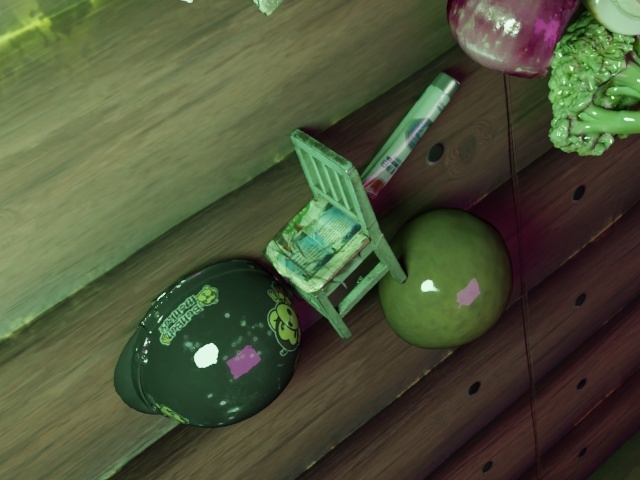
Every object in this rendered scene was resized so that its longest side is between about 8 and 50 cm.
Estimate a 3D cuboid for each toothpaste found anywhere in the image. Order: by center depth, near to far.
[{"bbox_3d":[0.125,-0.150,1.296,0.239,0.039,0.062,-53,146,5],"label":"toothpaste"}]

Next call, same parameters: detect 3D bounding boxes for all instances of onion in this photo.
[{"bbox_3d":[0.264,-0.325,1.184,0.200,0.200,0.207,40,66,-49],"label":"onion"}]

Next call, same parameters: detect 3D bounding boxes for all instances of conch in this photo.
[{"bbox_3d":[0.421,-0.385,1.249,0.127,0.255,0.158,-7,110,-18],"label":"conch"}]

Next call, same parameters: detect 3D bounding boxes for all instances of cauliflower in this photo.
[{"bbox_3d":[0.516,-0.256,1.401,0.327,0.281,0.260,-46,168,7],"label":"cauliflower"}]

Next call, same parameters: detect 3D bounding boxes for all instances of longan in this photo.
[{"bbox_3d":[0.201,0.068,1.387,0.248,0.248,0.248,-23,132,-29],"label":"longan"}]

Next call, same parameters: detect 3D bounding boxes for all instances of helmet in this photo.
[{"bbox_3d":[-0.136,0.170,1.199,0.279,0.160,0.230,-44,140,-11],"label":"helmet"}]

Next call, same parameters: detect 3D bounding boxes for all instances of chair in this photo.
[{"bbox_3d":[0.000,0.000,1.214,0.147,0.136,0.270,-44,140,-11],"label":"chair"}]

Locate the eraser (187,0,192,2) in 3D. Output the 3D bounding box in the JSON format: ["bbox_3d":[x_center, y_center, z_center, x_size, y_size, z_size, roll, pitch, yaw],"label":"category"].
[{"bbox_3d":[-0.135,-0.398,0.854,0.078,0.076,0.298,2,116,-42],"label":"eraser"}]

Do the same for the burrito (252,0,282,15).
[{"bbox_3d":[-0.042,-0.350,0.999,0.051,0.042,0.171,21,102,-37],"label":"burrito"}]
